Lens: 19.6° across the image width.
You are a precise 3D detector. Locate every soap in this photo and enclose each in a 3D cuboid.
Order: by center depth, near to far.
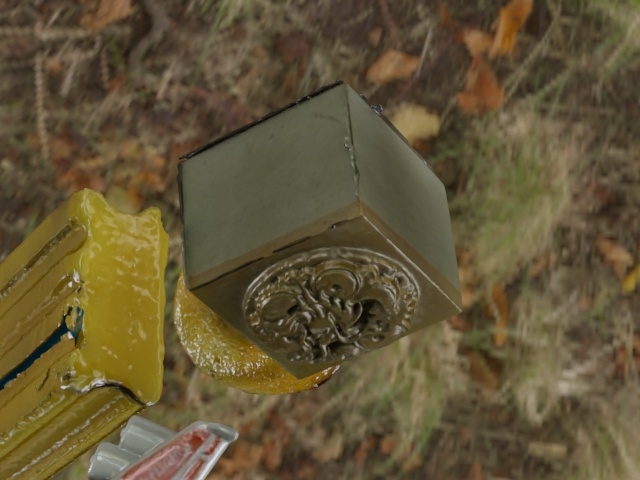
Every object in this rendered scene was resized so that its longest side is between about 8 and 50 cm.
[{"bbox_3d":[-0.248,0.101,1.719,0.096,0.204,0.324,14,152,-26],"label":"soap"}]

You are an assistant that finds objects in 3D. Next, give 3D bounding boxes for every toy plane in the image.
[{"bbox_3d":[-0.120,0.242,1.283,0.252,0.252,0.118,14,162,3],"label":"toy plane"}]

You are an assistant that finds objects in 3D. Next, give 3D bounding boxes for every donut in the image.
[{"bbox_3d":[-0.048,0.053,1.452,0.152,0.058,0.152,-2,86,30],"label":"donut"}]

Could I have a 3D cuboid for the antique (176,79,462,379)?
[{"bbox_3d":[0.000,0.000,1.294,0.146,0.148,0.152,-24,139,23],"label":"antique"}]
